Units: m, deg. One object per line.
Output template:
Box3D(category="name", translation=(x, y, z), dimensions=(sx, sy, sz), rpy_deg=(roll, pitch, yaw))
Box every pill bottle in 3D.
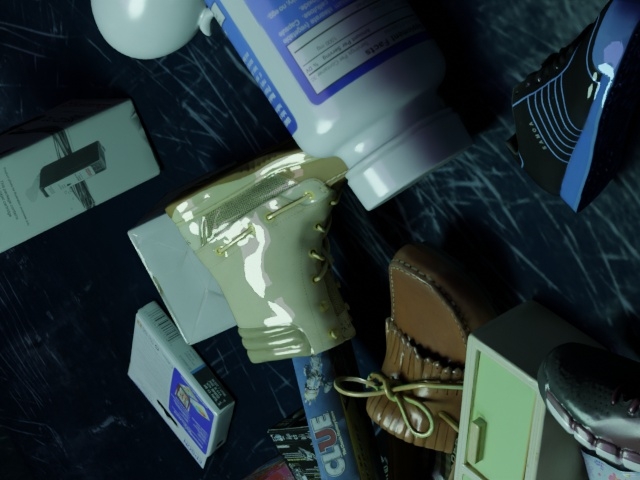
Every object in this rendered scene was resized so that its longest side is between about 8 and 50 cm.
Box3D(category="pill bottle", translation=(0.015, -0.169, 1.278), dimensions=(0.272, 0.152, 0.152), rpy_deg=(57, 154, 1))

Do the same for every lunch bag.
Box3D(category="lunch bag", translation=(0.288, 0.224, 1.342), dimensions=(0.083, 0.053, 0.071), rpy_deg=(27, 139, 62))

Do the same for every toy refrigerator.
Box3D(category="toy refrigerator", translation=(0.193, 0.201, 1.395), dimensions=(0.102, 0.094, 0.269), rpy_deg=(36, 139, 37))

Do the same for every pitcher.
Box3D(category="pitcher", translation=(-0.143, -0.267, 1.502), dimensions=(0.178, 0.125, 0.207), rpy_deg=(39, 140, 3))

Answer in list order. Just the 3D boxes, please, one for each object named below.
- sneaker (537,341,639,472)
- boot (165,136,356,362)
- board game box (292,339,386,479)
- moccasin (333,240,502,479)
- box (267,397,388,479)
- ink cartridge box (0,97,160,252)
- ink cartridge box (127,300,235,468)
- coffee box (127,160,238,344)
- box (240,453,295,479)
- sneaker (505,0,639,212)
Box3D(category="sneaker", translation=(0.310, 0.128, 1.165), dimensions=(0.281, 0.106, 0.162), rpy_deg=(32, 139, 25))
Box3D(category="boot", translation=(0.000, 0.000, 1.434), dimensions=(0.262, 0.095, 0.203), rpy_deg=(-23, 100, 19))
Box3D(category="board game box", translation=(0.015, 0.170, 1.583), dimensions=(0.165, 0.042, 0.243), rpy_deg=(54, -161, -64))
Box3D(category="moccasin", translation=(0.106, 0.161, 1.479), dimensions=(0.139, 0.147, 0.380), rpy_deg=(39, 148, 33))
Box3D(category="box", translation=(0.031, 0.275, 1.810), dimensions=(0.147, 0.077, 0.180), rpy_deg=(60, 154, -4))
Box3D(category="ink cartridge box", translation=(-0.378, -0.087, 1.914), dimensions=(0.197, 0.273, 0.114), rpy_deg=(8, 122, 57))
Box3D(category="ink cartridge box", translation=(-0.215, 0.222, 2.218), dimensions=(0.206, 0.045, 0.208), rpy_deg=(49, 151, 18))
Box3D(category="coffee box", translation=(-0.120, 0.008, 1.626), dimensions=(0.141, 0.098, 0.246), rpy_deg=(64, -171, -8))
Box3D(category="box", translation=(-0.001, 0.411, 1.962), dimensions=(0.257, 0.122, 0.128), rpy_deg=(58, 154, -1))
Box3D(category="sneaker", translation=(0.193, -0.115, 1.106), dimensions=(0.090, 0.081, 0.232), rpy_deg=(39, 150, 20))
